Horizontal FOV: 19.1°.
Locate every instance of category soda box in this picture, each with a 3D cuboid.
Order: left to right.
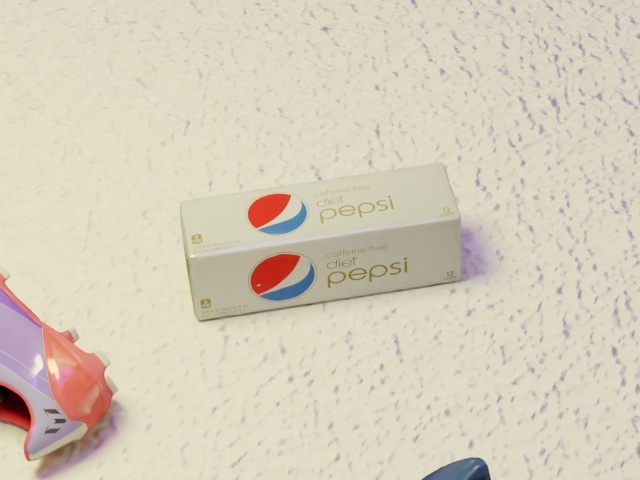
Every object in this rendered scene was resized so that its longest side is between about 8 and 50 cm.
[{"bbox_3d":[0.000,0.000,1.505,0.216,0.074,0.069,-9,45,-6],"label":"soda box"}]

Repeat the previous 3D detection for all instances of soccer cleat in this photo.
[{"bbox_3d":[-0.261,0.074,1.446,0.248,0.083,0.095,34,60,29],"label":"soccer cleat"}]

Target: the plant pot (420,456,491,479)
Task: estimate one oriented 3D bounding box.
[{"bbox_3d":[0.097,0.284,1.103,0.212,0.236,0.236,24,50,34],"label":"plant pot"}]
